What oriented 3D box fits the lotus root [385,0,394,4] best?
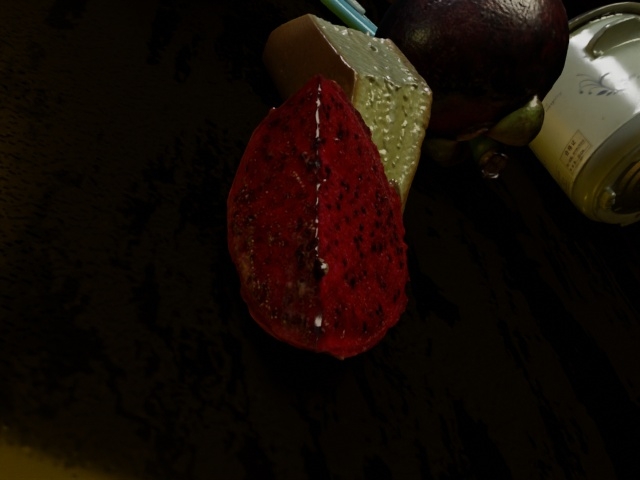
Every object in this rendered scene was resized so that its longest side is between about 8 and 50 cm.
[{"bbox_3d":[0.139,-0.461,1.293,0.108,0.094,0.190,19,22,37],"label":"lotus root"}]

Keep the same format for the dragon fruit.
[{"bbox_3d":[0.000,0.000,0.434,0.106,0.083,0.162,22,57,-50],"label":"dragon fruit"}]

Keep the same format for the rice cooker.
[{"bbox_3d":[0.423,-0.190,1.066,0.316,0.264,0.317,157,-90,-86],"label":"rice cooker"}]

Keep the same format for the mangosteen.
[{"bbox_3d":[0.163,-0.189,0.771,0.216,0.216,0.216,31,29,-19],"label":"mangosteen"}]

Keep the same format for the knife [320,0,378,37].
[{"bbox_3d":[0.060,-0.300,1.004,0.222,0.031,0.064,42,23,3],"label":"knife"}]

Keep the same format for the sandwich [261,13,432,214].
[{"bbox_3d":[0.023,-0.129,0.642,0.094,0.096,0.258,11,36,-35],"label":"sandwich"}]
